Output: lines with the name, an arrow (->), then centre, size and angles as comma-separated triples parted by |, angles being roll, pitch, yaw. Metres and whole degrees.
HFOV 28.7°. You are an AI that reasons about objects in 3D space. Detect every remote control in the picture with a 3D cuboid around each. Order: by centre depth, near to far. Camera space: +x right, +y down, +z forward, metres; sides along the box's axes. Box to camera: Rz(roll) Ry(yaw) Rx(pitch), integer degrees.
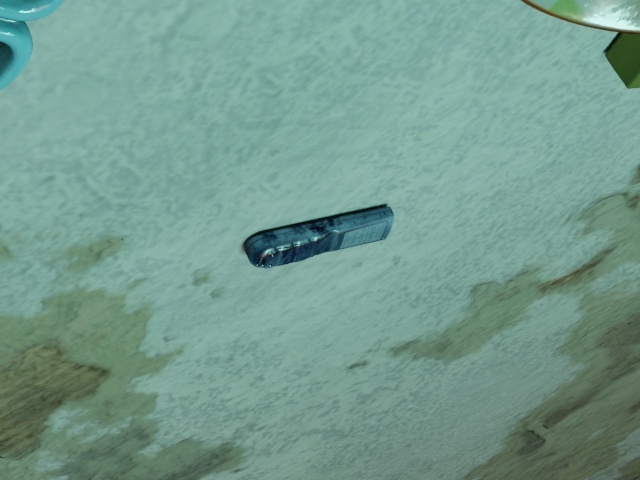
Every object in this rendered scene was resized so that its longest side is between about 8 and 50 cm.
remote control -> 0.000, -0.001, 1.223 | 0.152, 0.027, 0.044 | -14, 142, -22

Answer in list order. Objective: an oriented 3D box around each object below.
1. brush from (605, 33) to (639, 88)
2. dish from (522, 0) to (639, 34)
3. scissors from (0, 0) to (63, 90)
brush -> 0.352, -0.226, 1.082 | 0.103, 0.047, 0.233 | -7, 147, -29
dish -> 0.257, -0.235, 0.896 | 0.260, 0.085, 0.260 | 5, 167, 1
scissors -> -0.344, -0.161, 0.678 | 0.447, 0.029, 0.192 | 6, 140, -43
